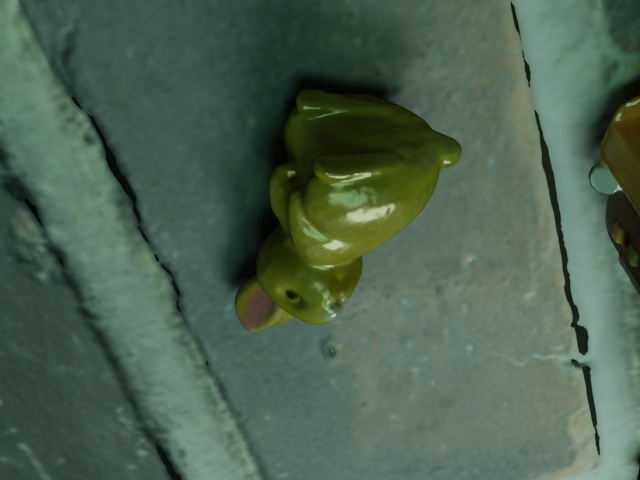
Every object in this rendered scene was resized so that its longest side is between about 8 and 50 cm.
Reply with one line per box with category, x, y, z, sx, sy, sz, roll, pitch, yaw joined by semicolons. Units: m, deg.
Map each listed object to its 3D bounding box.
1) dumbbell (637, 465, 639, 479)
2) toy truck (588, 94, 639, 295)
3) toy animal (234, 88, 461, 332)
dumbbell;0.220;0.180;0.995;0.036;0.040;0.083;-23;144;-40
toy truck;0.227;-0.070;0.710;0.135;0.114;0.270;-2;132;-19
toy animal;0.003;0.002;0.748;0.083;0.070;0.159;6;135;-23
